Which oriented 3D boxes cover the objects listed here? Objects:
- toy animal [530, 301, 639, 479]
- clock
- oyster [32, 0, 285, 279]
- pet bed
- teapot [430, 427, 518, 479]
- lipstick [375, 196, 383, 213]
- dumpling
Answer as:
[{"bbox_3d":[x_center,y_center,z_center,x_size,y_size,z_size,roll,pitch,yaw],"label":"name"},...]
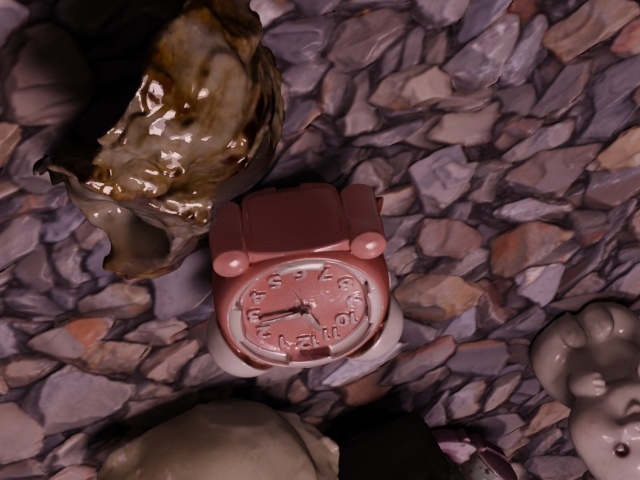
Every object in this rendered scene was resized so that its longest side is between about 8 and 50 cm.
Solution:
[{"bbox_3d":[0.296,0.172,1.936,0.127,0.193,0.178,-18,156,-10],"label":"toy animal"},{"bbox_3d":[-0.017,0.037,1.561,0.166,0.092,0.162,-8,130,-4],"label":"clock"},{"bbox_3d":[-0.115,-0.061,1.332,0.198,0.133,0.337,-40,173,-28],"label":"oyster"},{"bbox_3d":[0.037,0.264,1.893,0.211,0.183,0.159,-25,108,-6],"label":"pet bed"},{"bbox_3d":[0.135,0.267,2.058,0.146,0.148,0.116,-44,-178,9],"label":"teapot"},{"bbox_3d":[0.000,-0.001,1.610,0.129,0.030,0.030,-32,148,11],"label":"lipstick"},{"bbox_3d":[-0.084,0.242,1.756,0.258,0.193,0.147,-3,138,-28],"label":"dumpling"}]
